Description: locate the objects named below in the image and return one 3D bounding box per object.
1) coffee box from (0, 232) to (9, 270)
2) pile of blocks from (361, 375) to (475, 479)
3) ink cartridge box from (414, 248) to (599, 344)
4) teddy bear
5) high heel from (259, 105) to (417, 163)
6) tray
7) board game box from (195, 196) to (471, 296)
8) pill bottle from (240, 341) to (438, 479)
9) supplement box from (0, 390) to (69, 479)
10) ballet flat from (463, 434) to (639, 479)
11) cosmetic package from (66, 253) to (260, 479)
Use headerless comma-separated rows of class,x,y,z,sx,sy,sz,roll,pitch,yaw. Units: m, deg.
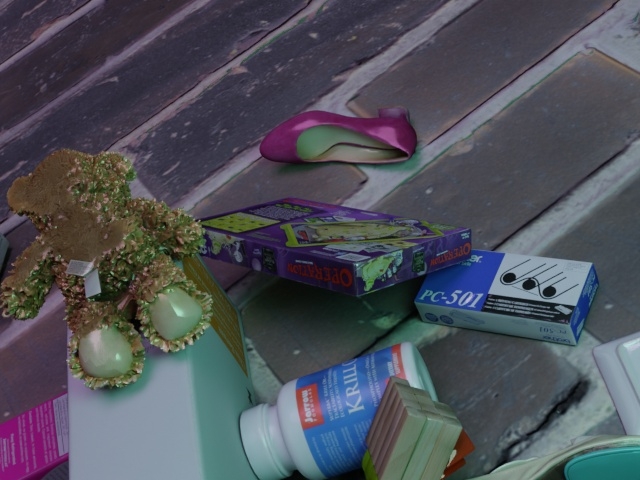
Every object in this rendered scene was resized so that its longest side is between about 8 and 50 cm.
coffee box,-0.745,0.063,1.635,0.337,0.334,0.338,-11,48,18
pile of blocks,0.085,0.332,1.114,0.112,0.149,0.362,18,79,-11
ink cartridge box,0.231,0.066,1.327,0.207,0.046,0.097,7,53,33
teddy bear,-0.251,0.033,1.256,0.338,0.113,0.245,34,77,35
high heel,0.024,-0.138,1.601,0.244,0.082,0.117,-6,37,6
tray,0.449,0.122,1.173,0.270,0.030,0.145,-21,43,9
board game box,0.000,0.000,1.395,0.208,0.056,0.346,-20,22,-38
pill bottle,0.024,0.210,1.247,0.221,0.124,0.124,-21,44,9
supplement box,-0.348,0.289,1.380,0.220,0.111,0.114,-26,43,3
ballet flat,0.256,0.250,1.128,0.248,0.086,0.086,-22,44,10
cosmetic package,-0.183,0.210,1.281,0.161,0.230,0.453,-22,45,7
